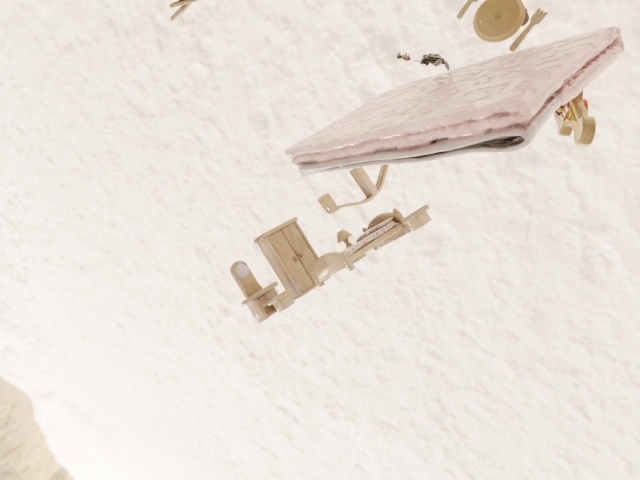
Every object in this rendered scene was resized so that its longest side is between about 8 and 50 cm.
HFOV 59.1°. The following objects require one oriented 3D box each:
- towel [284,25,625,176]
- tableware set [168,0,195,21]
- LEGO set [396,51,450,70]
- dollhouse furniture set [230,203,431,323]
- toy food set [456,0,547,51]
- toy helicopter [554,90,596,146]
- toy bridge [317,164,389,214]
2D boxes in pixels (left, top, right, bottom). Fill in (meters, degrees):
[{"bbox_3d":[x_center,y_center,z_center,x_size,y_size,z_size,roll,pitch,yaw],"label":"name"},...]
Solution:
[{"bbox_3d":[0.167,-0.172,0.718,0.332,0.317,0.053,-2,117,44],"label":"towel"},{"bbox_3d":[-0.072,-0.270,0.586,0.128,0.194,0.039,-108,2,-63],"label":"tableware set"},{"bbox_3d":[0.156,-0.273,0.841,0.083,0.054,0.023,18,107,11],"label":"LEGO set"},{"bbox_3d":[0.000,0.000,1.208,0.173,0.303,0.355,58,144,1],"label":"dollhouse furniture set"},{"bbox_3d":[0.437,-0.539,1.368,0.192,0.038,0.132,47,107,27],"label":"toy food set"},{"bbox_3d":[0.746,-0.397,1.641,0.140,0.355,0.235,7,129,4],"label":"toy helicopter"},{"bbox_3d":[0.078,-0.104,1.007,0.063,0.188,0.026,54,153,-14],"label":"toy bridge"}]
